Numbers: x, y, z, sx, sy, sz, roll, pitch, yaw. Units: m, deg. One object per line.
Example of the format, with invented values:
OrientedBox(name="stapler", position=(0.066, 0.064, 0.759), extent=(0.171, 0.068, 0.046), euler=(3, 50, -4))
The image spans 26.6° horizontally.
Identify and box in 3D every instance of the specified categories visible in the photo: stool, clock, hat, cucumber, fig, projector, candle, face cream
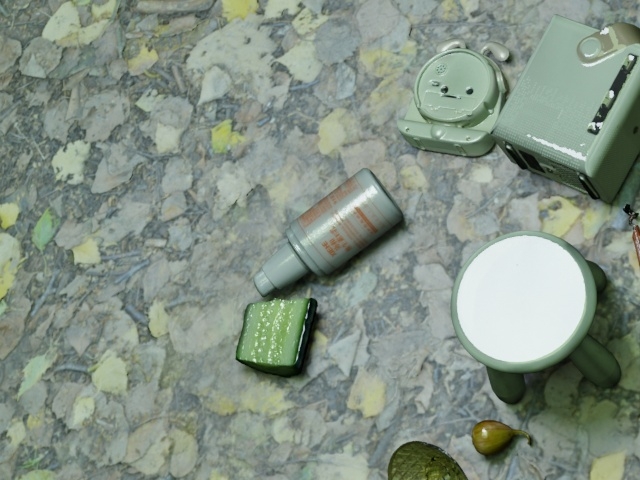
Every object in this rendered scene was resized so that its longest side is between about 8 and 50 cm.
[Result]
OrientedBox(name="stool", position=(0.299, 0.108, 1.837), extent=(0.195, 0.199, 0.195), euler=(-14, 64, 21))
OrientedBox(name="clock", position=(0.211, -0.228, 2.087), extent=(0.151, 0.062, 0.191), euler=(10, 74, 27))
OrientedBox(name="hat", position=(0.170, 0.333, 1.887), extent=(0.146, 0.067, 0.146), euler=(18, 119, 35))
OrientedBox(name="cucumber", position=(-0.060, 0.145, 2.060), extent=(0.116, 0.062, 0.115), euler=(2, 69, 32))
OrientedBox(name="fig", position=(0.251, 0.274, 1.882), extent=(0.083, 0.050, 0.050), euler=(-1, 69, 5))
OrientedBox(name="projector", position=(0.382, -0.199, 1.942), extent=(0.177, 0.163, 0.242), euler=(28, 87, 30))
OrientedBox(name="candle", position=(0.455, 0.024, 1.900), extent=(0.026, 0.021, 0.167), euler=(-27, 60, 36))
OrientedBox(name="face cream", position=(0.000, 0.000, 2.068), extent=(0.252, 0.101, 0.101), euler=(-37, 60, 7))
